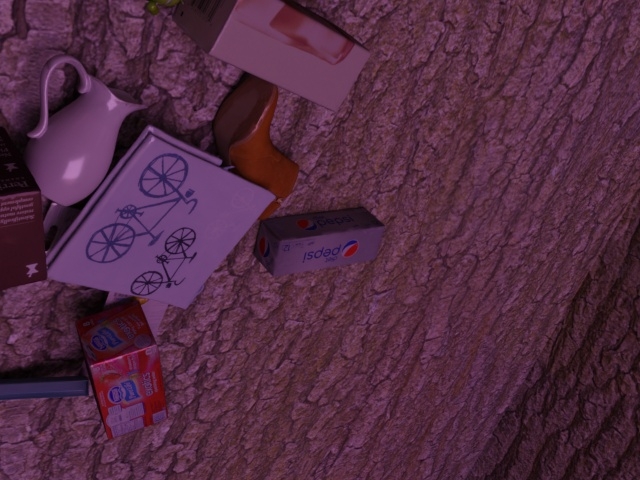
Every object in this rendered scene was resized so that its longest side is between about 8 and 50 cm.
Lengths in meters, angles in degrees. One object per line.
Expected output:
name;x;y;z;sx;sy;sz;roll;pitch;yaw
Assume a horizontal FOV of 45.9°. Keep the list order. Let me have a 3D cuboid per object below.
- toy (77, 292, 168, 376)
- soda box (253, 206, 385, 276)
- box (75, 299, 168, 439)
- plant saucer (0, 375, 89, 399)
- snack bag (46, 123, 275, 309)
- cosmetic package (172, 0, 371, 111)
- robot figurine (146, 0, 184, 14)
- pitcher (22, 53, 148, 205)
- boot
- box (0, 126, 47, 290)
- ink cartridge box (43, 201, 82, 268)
toy;-0.397;0.171;1.521;0.137;0.056;0.237;4;127;-40
soda box;0.000;0.000;1.676;0.286;0.091;0.098;-9;128;-35
box;-0.383;0.255;1.471;0.128;0.122;0.257;-17;139;-21
plant saucer;-0.550;0.286;1.470;0.192;0.018;0.067;1;143;-16
snack bag;-0.271;-0.025;1.356;0.323;0.037;0.342;-50;143;14
cosmetic package;-0.076;-0.344;1.274;0.296;0.153;0.129;15;114;-47
robot figurine;-0.253;-0.396;1.146;0.115;0.067;0.101;6;96;-42
pitcher;-0.396;-0.172;1.184;0.178;0.125;0.207;34;90;-47
boot;-0.111;-0.170;1.446;0.211;0.104;0.295;8;124;-49
box;-0.522;-0.043;1.123;0.168;0.203;0.167;-14;131;-32
ink cartridge box;-0.429;0.001;1.372;0.179;0.045;0.145;16;113;-36
